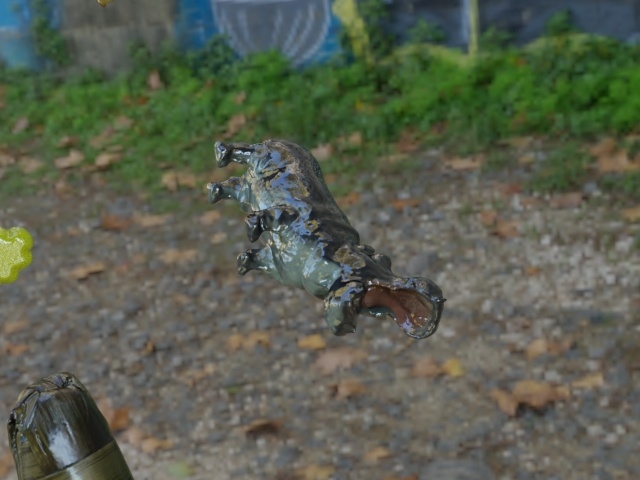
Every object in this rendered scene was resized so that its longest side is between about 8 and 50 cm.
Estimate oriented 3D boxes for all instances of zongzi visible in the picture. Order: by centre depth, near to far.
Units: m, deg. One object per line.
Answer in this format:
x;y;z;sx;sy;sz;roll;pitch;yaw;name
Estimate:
-0.348;0.324;1.649;0.134;0.286;0.288;-26;5;-41;zongzi

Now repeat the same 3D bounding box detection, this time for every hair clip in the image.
-0.466;0.046;1.761;0.173;0.072;0.046;-40;21;8;hair clip

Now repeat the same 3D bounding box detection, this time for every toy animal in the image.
-0.011;0.007;1.505;0.168;0.106;0.343;-15;48;-34;toy animal

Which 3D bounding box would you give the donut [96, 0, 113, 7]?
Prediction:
-0.263;-0.498;1.822;0.295;0.151;0.112;-44;-15;-4;donut
